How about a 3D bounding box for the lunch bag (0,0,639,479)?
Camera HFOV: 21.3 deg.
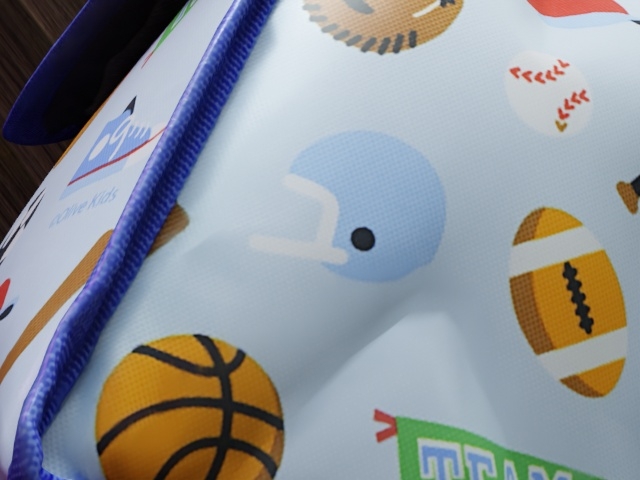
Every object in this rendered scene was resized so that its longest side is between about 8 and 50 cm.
[{"bbox_3d":[0.000,0.000,0.628,0.328,0.239,0.385,-38,24,58],"label":"lunch bag"}]
